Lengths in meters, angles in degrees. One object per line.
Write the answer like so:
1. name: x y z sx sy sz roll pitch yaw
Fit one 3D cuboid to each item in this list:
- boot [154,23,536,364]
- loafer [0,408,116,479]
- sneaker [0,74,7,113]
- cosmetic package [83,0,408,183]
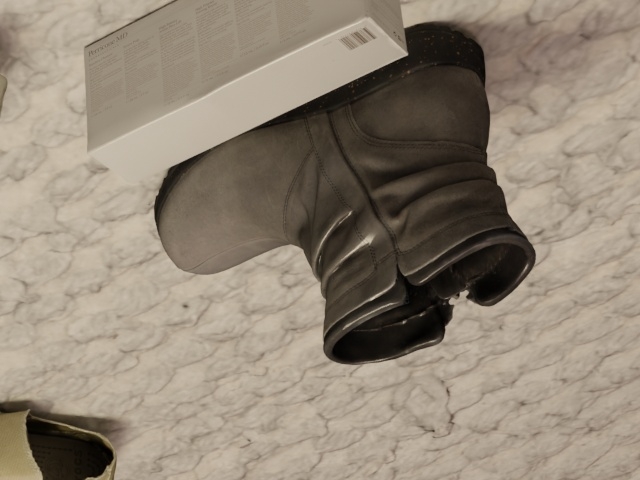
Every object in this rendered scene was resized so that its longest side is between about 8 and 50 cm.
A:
1. boot: 0.000 0.000 1.428 0.118 0.223 0.338 23 137 -38
2. loafer: -0.314 0.206 1.818 0.268 0.102 0.092 6 145 -34
3. sneaker: -0.362 -0.029 1.430 0.148 0.131 0.350 18 135 -21
4. cosmetic package: -0.057 -0.133 1.331 0.239 0.099 0.060 -23 146 25
